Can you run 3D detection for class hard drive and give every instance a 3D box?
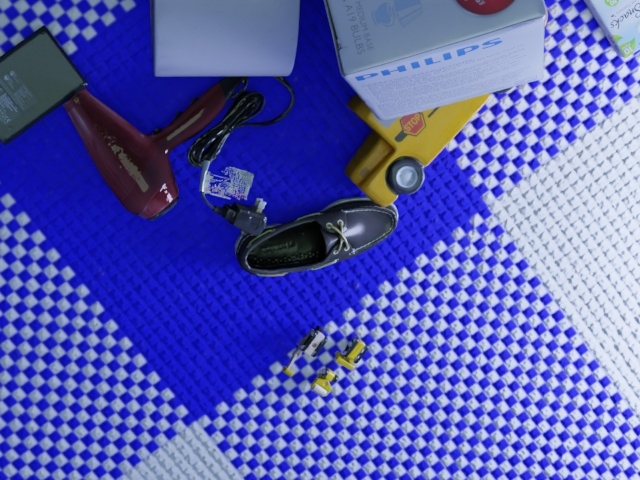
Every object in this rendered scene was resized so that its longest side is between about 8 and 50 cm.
[{"bbox_3d":[-0.379,-0.199,1.821,0.135,0.022,0.094,-36,105,1],"label":"hard drive"}]

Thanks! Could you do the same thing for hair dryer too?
[{"bbox_3d":[-0.192,-0.134,1.848,0.294,0.080,0.223,11,85,-18],"label":"hair dryer"}]

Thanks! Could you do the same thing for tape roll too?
[{"bbox_3d":[-0.121,-0.320,1.716,0.169,0.246,0.246,-1,103,-7],"label":"tape roll"}]

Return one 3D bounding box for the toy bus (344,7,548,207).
[{"bbox_3d":[0.150,-0.202,1.851,0.130,0.108,0.332,42,94,-14],"label":"toy bus"}]

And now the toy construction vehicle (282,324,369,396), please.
[{"bbox_3d":[0.005,0.160,1.958,0.086,0.035,0.098,31,100,-25],"label":"toy construction vehicle"}]

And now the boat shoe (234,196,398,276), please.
[{"bbox_3d":[0.000,0.000,1.897,0.228,0.068,0.081,-16,105,-4],"label":"boat shoe"}]

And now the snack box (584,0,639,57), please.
[{"bbox_3d":[0.408,-0.330,1.895,0.100,0.037,0.141,-34,106,2],"label":"snack box"}]

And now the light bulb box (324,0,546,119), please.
[{"bbox_3d":[0.107,-0.350,1.616,0.225,0.361,0.357,-16,84,8],"label":"light bulb box"}]
